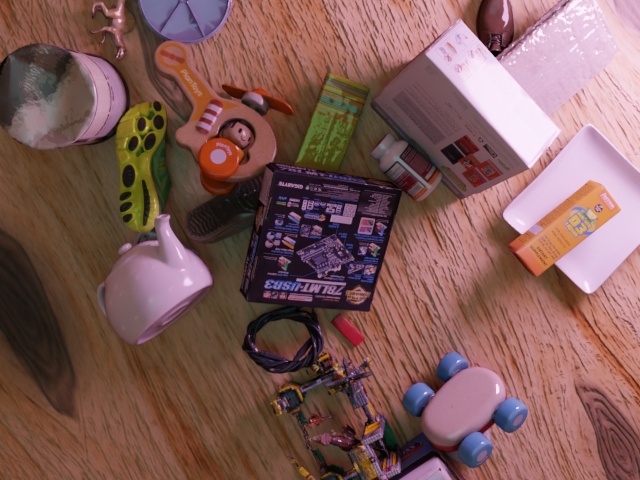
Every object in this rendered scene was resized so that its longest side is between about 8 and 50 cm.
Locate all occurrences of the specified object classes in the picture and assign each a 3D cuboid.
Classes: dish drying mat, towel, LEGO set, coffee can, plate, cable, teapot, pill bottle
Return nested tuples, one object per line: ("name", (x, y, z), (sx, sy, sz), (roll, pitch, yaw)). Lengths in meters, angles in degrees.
("dish drying mat", (0.063, 0.206, 1.904), (0.083, 0.008, 0.032), (44, 97, -7))
("towel", (0.020, -0.241, 1.819), (0.102, 0.021, 0.237), (19, 99, -12))
("LEGO set", (0.037, 0.423, 1.823), (0.255, 0.192, 0.331), (-18, 90, 7))
("coffee can", (-0.519, -0.290, 1.693), (0.202, 0.275, 0.201), (0, 99, 0))
("plate", (0.589, -0.068, 1.839), (0.278, 0.045, 0.277), (41, 96, -5))
("cable", (-0.085, 0.226, 1.863), (0.185, 0.047, 0.150), (-17, 75, 4))
("teapot", (-0.368, 0.090, 1.766), (0.256, 0.252, 0.187), (-39, 84, -6))
("towel", (0.488, -0.381, 1.749), (0.282, 0.049, 0.187), (-40, 120, -2))
("pill bottle", (0.184, -0.162, 1.806), (0.152, 0.086, 0.086), (41, 97, -6))

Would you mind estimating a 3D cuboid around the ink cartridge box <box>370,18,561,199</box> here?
("ink cartridge box", (0.292, -0.261, 1.744), (0.309, 0.272, 0.130), (46, 66, -7))

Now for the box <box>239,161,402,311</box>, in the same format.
("box", (0.000, 0.000, 1.775), (0.296, 0.073, 0.293), (6, 109, -21))

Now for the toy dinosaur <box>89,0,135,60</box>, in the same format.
("toy dinosaur", (-0.444, -0.485, 1.785), (0.093, 0.053, 0.183), (6, 107, -16))

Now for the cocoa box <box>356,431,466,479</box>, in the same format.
("cocoa box", (0.263, 0.653, 1.862), (0.231, 0.228, 0.347), (-37, 97, 5))

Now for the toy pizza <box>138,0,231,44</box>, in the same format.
("toy pizza", (-0.290, -0.522, 1.778), (0.201, 0.032, 0.201), (0, 99, -1))

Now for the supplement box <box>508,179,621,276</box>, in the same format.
("supplement box", (0.523, -0.027, 1.785), (0.233, 0.080, 0.078), (-40, 99, 4))

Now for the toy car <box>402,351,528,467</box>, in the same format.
("toy car", (0.337, 0.416, 1.872), (0.210, 0.219, 0.238), (-40, 138, -13))

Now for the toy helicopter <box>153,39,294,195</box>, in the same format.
("toy helicopter", (-0.219, -0.286, 1.752), (0.235, 0.140, 0.355), (-35, 81, -12))

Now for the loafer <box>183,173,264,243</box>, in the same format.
("loafer", (-0.174, -0.073, 1.821), (0.269, 0.092, 0.101), (-24, 79, -12))

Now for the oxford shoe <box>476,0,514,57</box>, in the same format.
("oxford shoe", (0.374, -0.422, 1.760), (0.083, 0.096, 0.227), (2, 98, 2))

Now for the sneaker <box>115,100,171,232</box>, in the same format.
("sneaker", (-0.383, -0.159, 1.800), (0.110, 0.123, 0.295), (3, 80, 2))

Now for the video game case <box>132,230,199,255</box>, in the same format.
("video game case", (-0.370, 0.066, 1.879), (0.143, 0.019, 0.157), (25, 98, -4))
